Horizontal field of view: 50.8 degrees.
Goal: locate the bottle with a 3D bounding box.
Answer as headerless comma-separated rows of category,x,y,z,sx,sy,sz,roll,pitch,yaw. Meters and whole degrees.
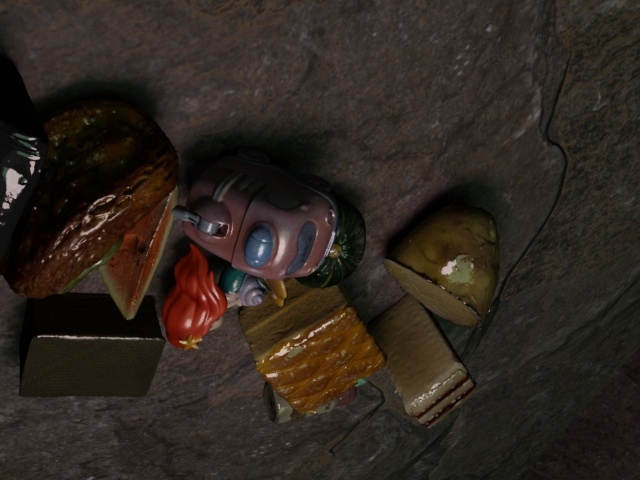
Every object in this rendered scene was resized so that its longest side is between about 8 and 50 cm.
bottle,-0.021,0.421,1.854,0.253,0.120,0.121,-8,130,-23

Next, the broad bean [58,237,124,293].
broad bean,-0.458,0.028,1.273,0.206,0.153,0.072,-23,140,35

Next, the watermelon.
watermelon,-0.339,-0.014,1.324,0.128,0.159,0.304,-6,126,-53

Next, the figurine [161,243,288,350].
figurine,-0.222,0.106,1.431,0.257,0.181,0.208,-25,165,-21

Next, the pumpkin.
pumpkin,0.002,0.001,1.492,0.211,0.152,0.212,-5,103,-22

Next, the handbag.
handbag,-0.561,-0.115,1.022,0.177,0.275,0.302,13,120,-43

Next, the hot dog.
hot dog,-0.428,-0.073,1.155,0.387,0.267,0.174,-40,151,7

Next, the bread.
bread,-0.021,0.238,1.638,0.279,0.207,0.279,-33,135,4

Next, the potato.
potato,0.334,0.041,1.645,0.237,0.300,0.289,-55,176,-12

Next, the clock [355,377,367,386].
clock,0.076,0.331,1.843,0.041,0.101,0.135,-28,131,25

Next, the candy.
candy,0.258,0.302,1.758,0.179,0.321,0.135,-36,132,8

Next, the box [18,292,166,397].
box,-0.489,0.226,1.438,0.273,0.143,0.184,6,124,-29

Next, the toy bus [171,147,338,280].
toy bus,-0.125,-0.037,1.289,0.197,0.294,0.232,-69,168,23
